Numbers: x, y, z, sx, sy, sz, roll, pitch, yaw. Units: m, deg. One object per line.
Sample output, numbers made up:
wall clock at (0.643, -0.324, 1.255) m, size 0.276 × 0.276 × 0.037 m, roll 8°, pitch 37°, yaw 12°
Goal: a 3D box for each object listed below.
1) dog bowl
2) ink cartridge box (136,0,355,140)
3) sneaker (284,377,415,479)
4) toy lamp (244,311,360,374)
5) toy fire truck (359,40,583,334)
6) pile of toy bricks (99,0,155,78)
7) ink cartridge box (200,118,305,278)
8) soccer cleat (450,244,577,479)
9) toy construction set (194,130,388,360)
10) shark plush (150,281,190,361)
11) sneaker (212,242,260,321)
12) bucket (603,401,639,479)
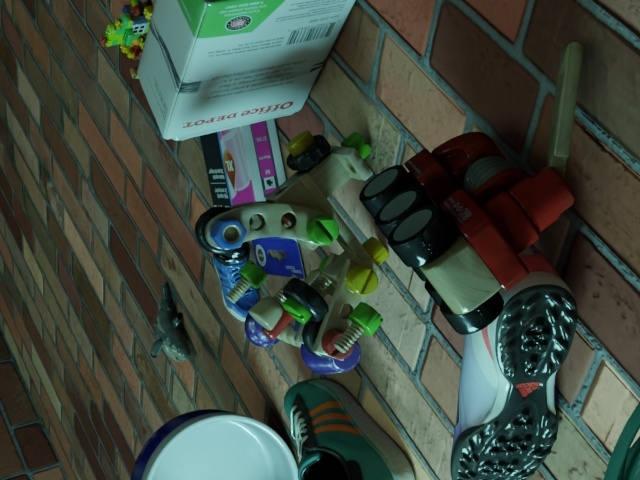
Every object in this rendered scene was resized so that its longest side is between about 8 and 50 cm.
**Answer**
dog bowl at (-0.172, 0.409, 1.918) m, size 0.104 × 0.265 × 0.264 m, roll -4°, pitch 99°, yaw 67°
ink cartridge box at (-0.098, -0.266, 1.479) m, size 0.121 × 0.211 × 0.289 m, roll 65°, pitch 152°, yaw 20°
sneaker at (0.006, 0.288, 1.659) m, size 0.302 × 0.121 × 0.108 m, roll 34°, pitch 132°, yaw 55°
toy lamp at (-0.027, 0.141, 1.702) m, size 0.275 × 0.080 × 0.080 m, roll 9°, pitch 111°, yaw 62°
toy fire truck at (0.169, -0.066, 1.136) m, size 0.158 × 0.246 × 0.217 m, roll 52°, pitch -176°, yaw -20°
pile of toy bricks at (-0.327, -0.357, 2.021) m, size 0.118 × 0.105 × 0.212 m, roll 66°, pitch 153°, yaw 20°
ink cartridge box at (-0.116, -0.119, 1.774) m, size 0.176 × 0.069 × 0.370 m, roll 3°, pitch 108°, yaw 63°
soccer cleat at (0.194, 0.140, 1.248) m, size 0.116 × 0.109 × 0.318 m, roll -105°, pitch 16°, yaw -52°
toy construction set at (0.000, 0.000, 1.505) m, size 0.257 × 0.237 × 0.309 m, roll 40°, pitch 166°, yaw 5°
shark plush at (-0.283, 0.162, 2.299) m, size 0.067 × 0.073 × 0.161 m, roll -31°, pitch 52°, yaw 44°
sneaker at (-0.135, 0.053, 1.897) m, size 0.084 × 0.058 × 0.152 m, roll 99°, pitch 154°, yaw -55°
bucket at (0.322, 0.215, 0.820) m, size 0.281 × 0.281 × 0.183 m, roll 55°, pitch 138°, yaw 37°
